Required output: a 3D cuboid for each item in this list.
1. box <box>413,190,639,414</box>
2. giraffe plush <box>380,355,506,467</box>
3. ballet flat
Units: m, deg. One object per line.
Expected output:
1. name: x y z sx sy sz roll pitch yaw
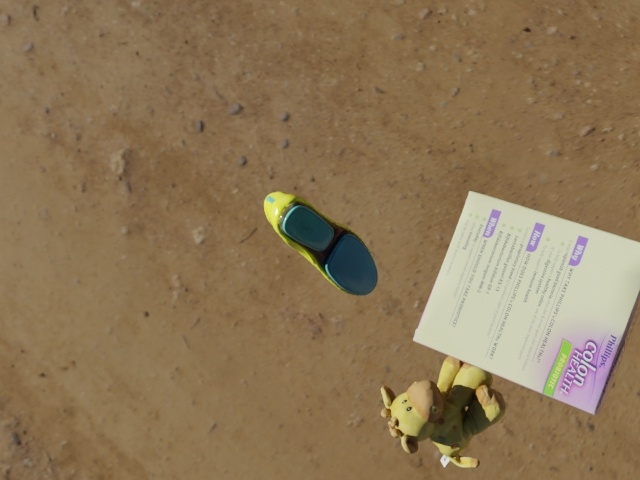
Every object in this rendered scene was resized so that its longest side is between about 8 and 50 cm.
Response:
1. box: 0.280 0.079 1.020 0.243 0.117 0.214 20 88 27
2. giraffe plush: 0.199 0.305 1.403 0.181 0.170 0.210 25 98 59
3. ballet flat: 0.000 0.000 1.105 0.077 0.231 0.077 -54 43 -5
